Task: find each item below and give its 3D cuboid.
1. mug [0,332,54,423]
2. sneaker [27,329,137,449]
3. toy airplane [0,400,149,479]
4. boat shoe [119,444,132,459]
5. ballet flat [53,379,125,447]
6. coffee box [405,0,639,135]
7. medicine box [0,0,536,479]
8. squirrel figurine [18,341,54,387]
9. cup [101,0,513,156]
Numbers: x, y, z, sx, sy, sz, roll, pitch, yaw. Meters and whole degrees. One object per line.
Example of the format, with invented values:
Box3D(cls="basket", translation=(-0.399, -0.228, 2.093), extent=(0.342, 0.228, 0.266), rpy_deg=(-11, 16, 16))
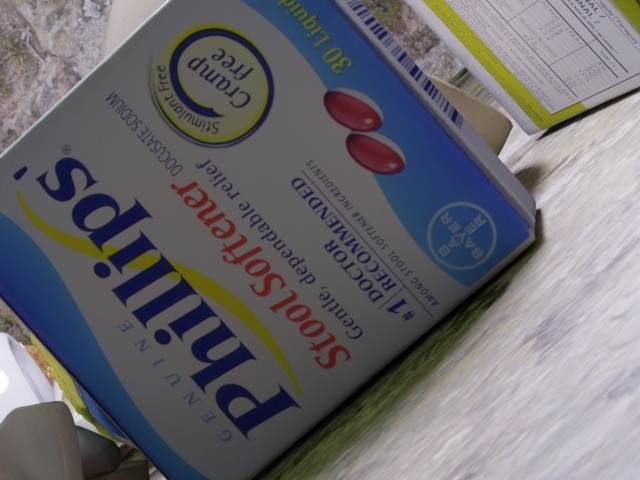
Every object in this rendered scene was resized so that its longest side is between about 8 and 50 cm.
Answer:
Box3D(cls="mug", translation=(-0.397, 0.267, 1.811), extent=(0.328, 0.276, 0.374), rpy_deg=(-33, -25, -2))
Box3D(cls="sneaker", translation=(-0.141, 0.124, 1.341), extent=(0.091, 0.126, 0.240), rpy_deg=(-37, -38, -1))
Box3D(cls="toy airplane", translation=(-0.299, 0.195, 1.214), extent=(0.384, 0.272, 0.386), rpy_deg=(-23, -15, -12))
Box3D(cls="boat shoe", translation=(-0.171, 0.142, 2.020), extent=(0.302, 0.109, 0.098), rpy_deg=(-43, 43, -16))
Box3D(cls="ballet flat", translation=(-0.168, 0.111, 1.704), extent=(0.483, 0.164, 0.182), rpy_deg=(-23, 43, 59))
Box3D(cls="coffee box", translation=(0.222, -0.334, 1.424), extent=(0.337, 0.338, 0.334), rpy_deg=(-43, 4, -12))
Box3D(cls="medicine box", translation=(-0.048, -0.019, 1.166), extent=(0.289, 0.263, 0.149), rpy_deg=(-41, 3, 11))
Box3D(cls="squirrel figurine", translation=(-0.470, 0.308, 2.367), extent=(0.397, 0.281, 0.370), rpy_deg=(-26, -2, 18))
Box3D(cls="cup", translation=(-0.045, -0.041, 1.398), extent=(0.331, 0.331, 0.237), rpy_deg=(-145, 76, -86))
